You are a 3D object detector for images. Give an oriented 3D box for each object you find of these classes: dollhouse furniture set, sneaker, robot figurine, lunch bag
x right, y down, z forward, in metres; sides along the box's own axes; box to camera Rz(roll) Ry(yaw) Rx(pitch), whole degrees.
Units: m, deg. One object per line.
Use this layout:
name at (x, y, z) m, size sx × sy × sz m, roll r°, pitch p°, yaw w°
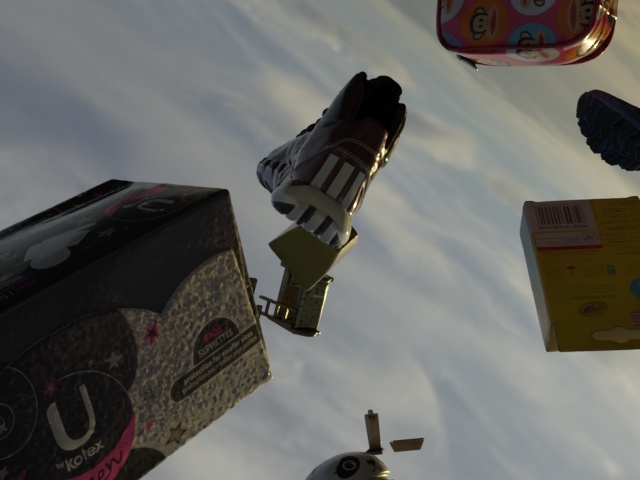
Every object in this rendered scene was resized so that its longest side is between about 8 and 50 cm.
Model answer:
dollhouse furniture set at (-0.065, 0.067, 1.689) m, size 0.161 × 0.182 × 0.101 m, roll 7°, pitch -169°, yaw -38°
dollhouse furniture set at (0.138, 0.349, 1.781) m, size 0.091 × 0.114 × 0.081 m, roll 18°, pitch -115°, yaw -77°
sneaker at (0.023, -0.094, 0.965) m, size 0.106 × 0.162 × 0.281 m, roll 32°, pitch -174°, yaw -14°
sneaker at (0.434, -0.132, 1.248) m, size 0.221 × 0.083 × 0.087 m, roll 32°, pitch -125°, yaw 3°
robot figurine at (0.079, 0.482, 1.562) m, size 0.278 × 0.174 × 0.209 m, roll 61°, pitch 169°, yaw 21°
lunch bag at (0.248, -0.370, 1.222) m, size 0.258 × 0.293 × 0.120 m, roll 5°, pitch 180°, yaw 32°

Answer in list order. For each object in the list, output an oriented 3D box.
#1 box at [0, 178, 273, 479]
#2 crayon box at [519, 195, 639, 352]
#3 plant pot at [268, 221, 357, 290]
box at (-0.172, 0.078, 0.655) m, size 0.142 × 0.163 × 0.247 m, roll 8°, pitch -151°, yaw 41°
crayon box at (0.450, 0.069, 1.558) m, size 0.202 × 0.081 × 0.318 m, roll -2°, pitch -133°, yaw 2°
plant pot at (0.000, 0.000, 1.242) m, size 0.081 × 0.083 × 0.081 m, roll 50°, pitch -130°, yaw -2°
